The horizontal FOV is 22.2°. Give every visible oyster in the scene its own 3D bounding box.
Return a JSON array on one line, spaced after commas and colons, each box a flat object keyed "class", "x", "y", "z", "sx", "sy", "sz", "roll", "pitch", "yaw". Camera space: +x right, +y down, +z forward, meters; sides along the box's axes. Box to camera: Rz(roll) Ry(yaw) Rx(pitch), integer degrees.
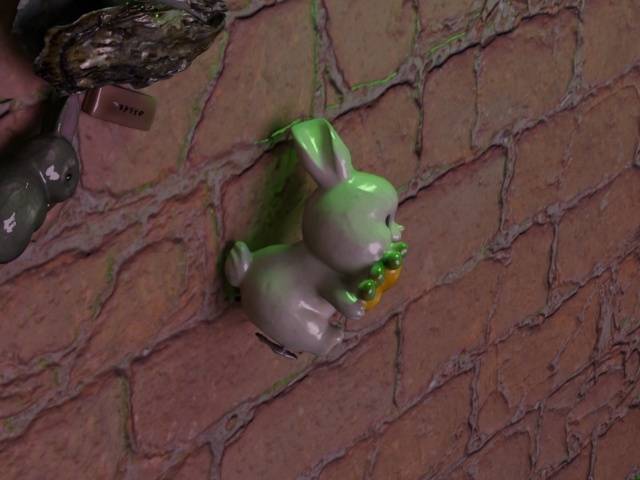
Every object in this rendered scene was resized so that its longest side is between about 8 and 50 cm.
[{"class": "oyster", "x": -0.229, "y": -0.262, "z": 1.963, "sx": 0.351, "sy": 0.162, "sz": 0.158, "roll": -22, "pitch": 97, "yaw": -56}]

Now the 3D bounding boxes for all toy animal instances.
[{"class": "toy animal", "x": -0.342, "y": -0.068, "z": 1.933, "sx": 0.236, "sy": 0.138, "sz": 0.108, "roll": -44, "pitch": 107, "yaw": -22}, {"class": "toy animal", "x": 0.006, "y": 0.003, "z": 2.349, "sx": 0.310, "sy": 0.247, "sz": 0.183, "roll": -59, "pitch": 165, "yaw": 17}]

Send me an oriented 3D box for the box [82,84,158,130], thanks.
[{"class": "box", "x": -0.252, "y": -0.171, "z": 2.071, "sx": 0.115, "sy": 0.025, "sz": 0.048, "roll": 14, "pitch": 100, "yaw": -55}]
